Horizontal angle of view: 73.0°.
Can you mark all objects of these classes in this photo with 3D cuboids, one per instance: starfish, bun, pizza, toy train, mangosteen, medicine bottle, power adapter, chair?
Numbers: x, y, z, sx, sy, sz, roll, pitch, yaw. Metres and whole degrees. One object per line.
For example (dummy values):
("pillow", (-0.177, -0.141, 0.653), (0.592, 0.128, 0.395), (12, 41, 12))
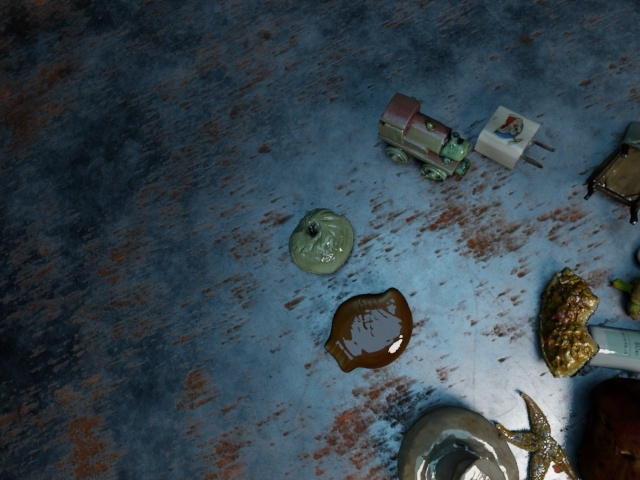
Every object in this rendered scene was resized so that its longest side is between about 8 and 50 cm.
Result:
("starfish", (0.568, 0.548, 1.163), (0.138, 0.050, 0.247), (-28, 67, 5))
("bun", (-0.001, 0.003, 1.364), (0.221, 0.108, 0.221), (-2, 78, 11))
("pizza", (0.654, 0.215, 1.161), (0.086, 0.161, 0.305), (19, 74, -18))
("toy train", (0.316, -0.304, 1.307), (0.304, 0.221, 0.150), (31, 83, 15))
("mangosteen", (0.881, 0.144, 1.132), (0.181, 0.146, 0.155), (23, 86, 16))
("medicine bottle", (0.878, 0.293, 1.118), (0.352, 0.110, 0.110), (5, 79, 13))
("power adapter", (0.590, -0.292, 1.297), (0.205, 0.125, 0.130), (33, 85, 17))
("chair", (0.879, -0.199, 1.220), (0.160, 0.319, 0.186), (34, 131, 18))

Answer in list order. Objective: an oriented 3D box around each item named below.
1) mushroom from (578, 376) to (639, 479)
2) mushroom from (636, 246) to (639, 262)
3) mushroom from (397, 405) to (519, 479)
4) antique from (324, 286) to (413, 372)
("mushroom", (0.798, 0.505, 1.023), (0.345, 0.260, 0.345), (-26, 58, 51))
("mushroom", (0.919, 0.039, 1.181), (0.085, 0.079, 0.085), (-2, 79, 8))
("mushroom", (0.339, 0.572, 1.075), (0.298, 0.290, 0.297), (-2, 77, 10))
("antique", (0.145, 0.259, 1.268), (0.223, 0.129, 0.278), (43, 89, 16))
